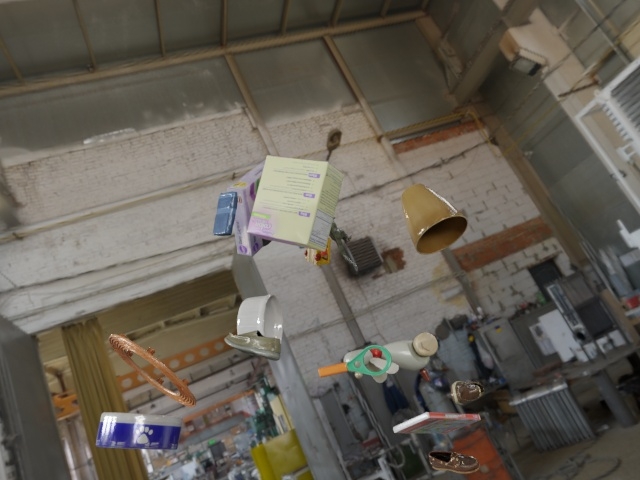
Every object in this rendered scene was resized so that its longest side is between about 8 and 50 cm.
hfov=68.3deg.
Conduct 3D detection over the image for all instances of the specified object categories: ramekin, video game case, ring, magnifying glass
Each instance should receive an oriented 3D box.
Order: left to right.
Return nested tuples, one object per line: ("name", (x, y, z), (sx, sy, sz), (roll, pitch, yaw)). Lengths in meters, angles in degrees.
("ring", (-0.513, 0.398, 1.459), (0.032, 0.337, 0.336), (-53, 0, -33))
("ramekin", (-0.276, 0.385, 2.164), (0.135, 0.277, 0.277), (-3, -13, 13))
("magnifying glass", (0.107, 0.386, 1.464), (0.231, 0.092, 0.026), (-16, -10, 11))
("video game case", (0.458, 0.722, 1.859), (0.285, 0.025, 0.204), (14, -41, -30))

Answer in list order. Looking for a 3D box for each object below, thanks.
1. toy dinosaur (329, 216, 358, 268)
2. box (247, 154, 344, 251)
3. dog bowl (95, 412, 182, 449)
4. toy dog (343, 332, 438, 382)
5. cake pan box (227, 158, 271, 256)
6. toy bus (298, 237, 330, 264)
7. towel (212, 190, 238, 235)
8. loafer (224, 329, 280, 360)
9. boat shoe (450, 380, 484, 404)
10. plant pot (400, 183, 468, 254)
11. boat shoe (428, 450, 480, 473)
("toy dinosaur", (0.059, -0.024, 1.650), (0.064, 0.268, 0.118), (-29, 5, 14))
("box", (-0.072, -0.110, 1.390), (0.214, 0.242, 0.117), (11, -7, 28))
("dog bowl", (-0.608, 0.645, 1.593), (0.265, 0.104, 0.265), (3, -23, 1))
("toy dog", (0.261, 0.442, 1.662), (0.334, 0.160, 0.220), (-16, -23, 2))
("cake pan box", (-0.210, -0.110, 1.610), (0.246, 0.070, 0.266), (-47, -38, -49))
("toy bus", (-0.004, 0.010, 2.117), (0.104, 0.190, 0.202), (-6, -29, -34))
("towel", (-0.248, -0.069, 1.248), (0.067, 0.119, 0.029), (-2, -15, 41))
("loafer", (-0.246, 0.382, 1.765), (0.251, 0.087, 0.094), (8, -25, 28))
("boat shoe", (0.643, 0.648, 2.039), (0.095, 0.095, 0.257), (-21, -19, 28))
("plant pot", (0.450, -0.112, 1.984), (0.237, 0.254, 0.237), (-17, -34, -12))
("boat shoe", (0.556, 0.924, 1.977), (0.207, 0.073, 0.073), (-12, 16, 27))
